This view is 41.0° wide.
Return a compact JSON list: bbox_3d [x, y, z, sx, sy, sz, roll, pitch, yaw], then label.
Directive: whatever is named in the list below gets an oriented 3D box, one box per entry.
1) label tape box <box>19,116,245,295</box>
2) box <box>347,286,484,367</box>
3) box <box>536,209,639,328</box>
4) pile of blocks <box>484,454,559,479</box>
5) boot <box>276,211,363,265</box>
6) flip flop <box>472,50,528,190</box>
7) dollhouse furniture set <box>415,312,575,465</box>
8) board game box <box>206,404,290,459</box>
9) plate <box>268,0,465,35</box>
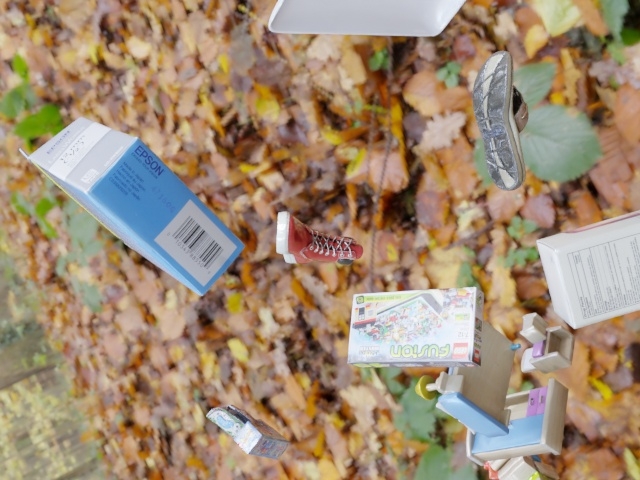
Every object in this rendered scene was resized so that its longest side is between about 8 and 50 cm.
[{"bbox_3d":[-0.304,-0.070,1.344,0.249,0.115,0.347,47,168,-35],"label":"label tape box"},{"bbox_3d":[0.143,0.134,1.295,0.036,0.207,0.114,32,-122,-52],"label":"box"},{"bbox_3d":[0.522,0.043,1.508,0.127,0.232,0.148,-93,-13,-81],"label":"box"},{"bbox_3d":[0.476,0.560,2.074,0.149,0.112,0.362,26,-158,-39],"label":"pile of blocks"},{"bbox_3d":[0.000,0.000,1.832,0.244,0.176,0.088,59,-143,-74],"label":"boot"},{"bbox_3d":[0.377,-0.239,1.716,0.112,0.080,0.277,-6,96,63],"label":"flip flop"},{"bbox_3d":[0.300,0.249,1.636,0.303,0.286,0.198,36,143,-24],"label":"dollhouse furniture set"},{"bbox_3d":[-0.182,0.471,2.124,0.194,0.060,0.194,35,176,11],"label":"board game box"},{"bbox_3d":[0.099,-0.348,0.997,0.277,0.278,0.045,-49,57,49],"label":"plate"}]
